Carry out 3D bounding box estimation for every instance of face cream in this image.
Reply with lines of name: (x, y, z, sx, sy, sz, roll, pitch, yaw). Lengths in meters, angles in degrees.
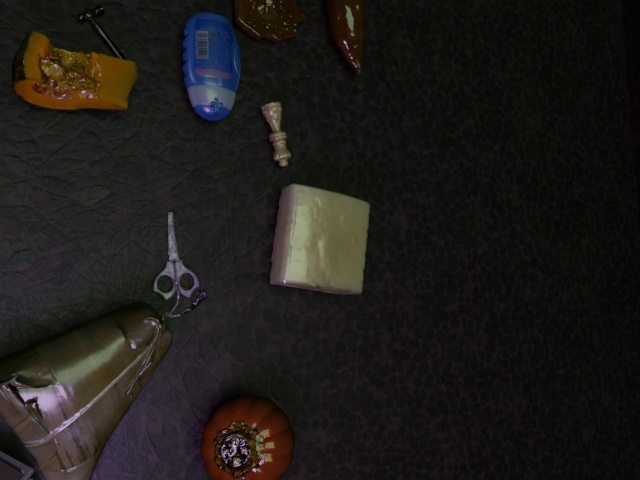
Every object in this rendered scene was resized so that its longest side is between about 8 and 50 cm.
face cream: (-0.272, -0.432, 1.313, 0.149, 0.083, 0.263, 1, 84, -27)

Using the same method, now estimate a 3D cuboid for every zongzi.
zongzi: (-0.422, 0.322, 1.123, 0.447, 0.181, 0.418, -26, 112, -31)

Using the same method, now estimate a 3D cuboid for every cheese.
cheese: (0.000, 0.000, 1.394, 0.243, 0.124, 0.265, 12, 80, -30)

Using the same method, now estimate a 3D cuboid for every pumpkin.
pumpkin: (-0.547, -0.357, 1.148, 0.248, 0.126, 0.130, 10, 71, -46)

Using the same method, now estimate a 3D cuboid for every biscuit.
biscuit: (-0.135, -0.633, 1.436, 0.215, 0.034, 0.182, 3, 84, -30)

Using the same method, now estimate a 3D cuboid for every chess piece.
chess piece: (-0.115, -0.283, 1.401, 0.060, 0.060, 0.171, -14, 94, -29)

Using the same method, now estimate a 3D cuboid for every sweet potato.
sweet potato: (0.074, -0.660, 1.511, 0.112, 0.112, 0.359, -14, 95, -29)

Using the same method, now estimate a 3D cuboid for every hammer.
hammer: (-0.494, -0.469, 1.234, 0.065, 0.021, 0.178, -42, 105, -26)

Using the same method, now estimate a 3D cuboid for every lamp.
lamp: (-0.169, 0.472, 1.210, 0.223, 0.196, 0.223, -2, 77, 9)

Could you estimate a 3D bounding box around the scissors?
scissors: (-0.353, 0.036, 1.257, 0.110, 0.021, 0.212, -3, 87, -30)

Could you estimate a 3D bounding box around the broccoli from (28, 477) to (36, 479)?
broccoli: (-0.623, 0.506, 0.989, 0.155, 0.160, 0.167, 8, 100, 0)

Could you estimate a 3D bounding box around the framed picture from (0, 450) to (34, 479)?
framed picture: (-0.707, 0.436, 0.925, 0.289, 0.016, 0.213, 27, 51, 3)
